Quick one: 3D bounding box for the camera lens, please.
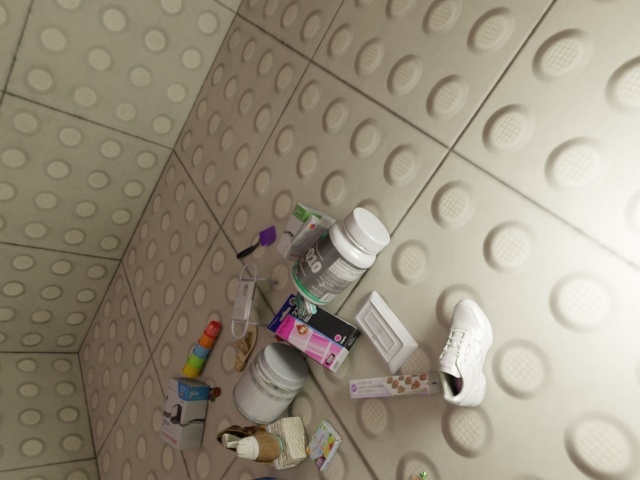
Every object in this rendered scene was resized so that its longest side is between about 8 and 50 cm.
[{"bbox_3d":[-0.202,0.572,1.771,0.274,0.220,0.219,-56,46,20],"label":"camera lens"}]

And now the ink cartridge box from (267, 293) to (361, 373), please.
[{"bbox_3d":[-0.042,0.334,1.692,0.371,0.069,0.175,23,70,38],"label":"ink cartridge box"}]

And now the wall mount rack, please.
[{"bbox_3d":[-0.344,0.283,2.069,0.304,0.131,0.349,-3,73,43],"label":"wall mount rack"}]

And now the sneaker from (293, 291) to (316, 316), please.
[{"bbox_3d":[-0.074,0.221,1.708,0.076,0.065,0.166,-28,46,10],"label":"sneaker"}]

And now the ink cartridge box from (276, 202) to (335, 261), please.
[{"bbox_3d":[-0.062,-0.023,1.829,0.092,0.160,0.219,42,110,47],"label":"ink cartridge box"}]

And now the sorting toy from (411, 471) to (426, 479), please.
[{"bbox_3d":[0.298,0.738,1.352,0.062,0.012,0.083,2,82,47],"label":"sorting toy"}]

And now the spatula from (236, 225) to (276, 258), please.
[{"bbox_3d":[-0.320,0.024,2.183,0.297,0.030,0.084,-33,59,36],"label":"spatula"}]

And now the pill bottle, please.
[{"bbox_3d":[0.070,0.059,1.636,0.361,0.204,0.204,-46,50,28],"label":"pill bottle"}]

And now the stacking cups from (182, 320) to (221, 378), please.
[{"bbox_3d":[-0.606,0.562,2.298,0.096,0.096,0.316,44,110,43],"label":"stacking cups"}]

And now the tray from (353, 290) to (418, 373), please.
[{"bbox_3d":[0.211,0.313,1.547,0.145,0.030,0.270,-56,46,21],"label":"tray"}]

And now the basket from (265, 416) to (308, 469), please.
[{"bbox_3d":[-0.122,0.772,1.713,0.103,0.113,0.167,-43,52,28],"label":"basket"}]

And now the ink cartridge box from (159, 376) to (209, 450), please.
[{"bbox_3d":[-0.696,0.877,2.276,0.223,0.129,0.306,-1,79,46],"label":"ink cartridge box"}]

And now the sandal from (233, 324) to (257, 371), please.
[{"bbox_3d":[-0.368,0.499,2.070,0.088,0.079,0.239,26,98,47],"label":"sandal"}]

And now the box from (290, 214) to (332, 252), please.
[{"bbox_3d":[0.000,0.000,1.740,0.145,0.186,0.038,-48,29,28],"label":"box"}]

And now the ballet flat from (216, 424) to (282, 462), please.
[{"bbox_3d":[-0.294,0.782,1.716,0.343,0.124,0.116,-7,75,47],"label":"ballet flat"}]

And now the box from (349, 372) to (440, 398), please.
[{"bbox_3d":[0.234,0.476,1.454,0.324,0.067,0.062,-21,64,41],"label":"box"}]

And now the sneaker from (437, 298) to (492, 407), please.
[{"bbox_3d":[0.403,0.315,1.255,0.114,0.152,0.304,-10,71,47],"label":"sneaker"}]

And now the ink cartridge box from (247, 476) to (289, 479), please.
[{"bbox_3d":[-0.186,0.973,1.597,0.395,0.286,0.166,-20,65,41],"label":"ink cartridge box"}]

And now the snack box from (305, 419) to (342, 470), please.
[{"bbox_3d":[0.011,0.750,1.633,0.100,0.037,0.141,38,107,46],"label":"snack box"}]

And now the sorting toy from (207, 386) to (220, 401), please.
[{"bbox_3d":[-0.537,0.758,2.205,0.102,0.042,0.061,-48,49,27],"label":"sorting toy"}]

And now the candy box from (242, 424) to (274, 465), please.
[{"bbox_3d":[-0.235,0.831,1.817,0.187,0.109,0.053,22,96,47],"label":"candy box"}]

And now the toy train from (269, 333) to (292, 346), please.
[{"bbox_3d":[-0.121,0.356,1.840,0.248,0.105,0.143,7,74,47],"label":"toy train"}]
